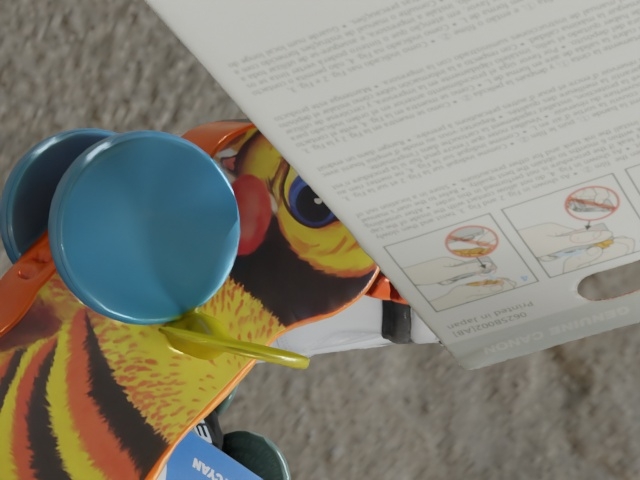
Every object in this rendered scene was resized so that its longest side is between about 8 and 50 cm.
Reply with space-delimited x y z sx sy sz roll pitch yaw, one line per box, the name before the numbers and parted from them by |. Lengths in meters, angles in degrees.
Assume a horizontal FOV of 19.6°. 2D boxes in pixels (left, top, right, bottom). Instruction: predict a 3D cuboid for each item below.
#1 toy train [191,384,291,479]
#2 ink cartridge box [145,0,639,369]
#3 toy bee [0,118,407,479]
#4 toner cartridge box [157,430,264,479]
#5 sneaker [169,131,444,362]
toy train | -0.122 0.180 1.179 0.142 0.190 0.334 19 42 -57
ink cartridge box | 0.078 -0.058 0.579 0.232 0.189 0.066 45 34 -50
toy bee | -0.037 0.010 0.711 0.162 0.298 0.195 35 11 -21
toner cartridge box | -0.143 0.138 0.894 0.348 0.075 0.165 37 45 -27
sneaker | 0.000 0.000 1.004 0.210 0.366 0.137 -5 86 8
